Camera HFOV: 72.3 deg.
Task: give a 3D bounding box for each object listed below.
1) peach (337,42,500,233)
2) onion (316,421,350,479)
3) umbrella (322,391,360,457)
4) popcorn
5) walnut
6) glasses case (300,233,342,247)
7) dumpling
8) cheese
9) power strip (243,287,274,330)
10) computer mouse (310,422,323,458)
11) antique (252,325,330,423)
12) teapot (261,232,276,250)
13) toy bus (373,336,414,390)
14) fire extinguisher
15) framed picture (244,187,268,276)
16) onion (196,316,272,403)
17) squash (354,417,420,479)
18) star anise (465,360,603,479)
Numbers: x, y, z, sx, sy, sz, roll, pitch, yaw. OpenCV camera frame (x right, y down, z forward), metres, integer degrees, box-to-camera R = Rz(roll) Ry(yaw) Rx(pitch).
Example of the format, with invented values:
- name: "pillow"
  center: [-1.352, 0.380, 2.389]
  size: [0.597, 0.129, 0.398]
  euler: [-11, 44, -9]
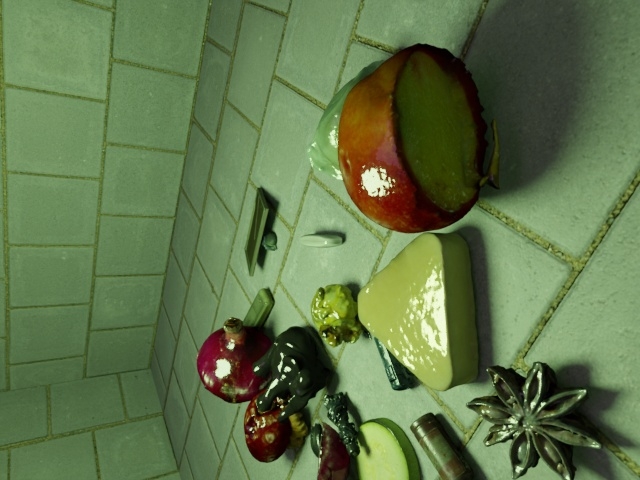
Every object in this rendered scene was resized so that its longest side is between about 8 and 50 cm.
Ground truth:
- name: "peach"
  center: [0.200, -0.216, 1.009]
  size: [0.310, 0.336, 0.405]
  euler: [-16, 82, 62]
- name: "onion"
  center: [0.041, 0.735, 1.396]
  size: [0.250, 0.112, 0.247]
  euler: [95, 180, -52]
- name: "umbrella"
  center: [0.069, 0.572, 1.380]
  size: [0.224, 0.081, 0.071]
  euler: [-119, 22, -55]
- name: "popcorn"
  center: [0.057, 0.234, 1.403]
  size: [0.168, 0.174, 0.195]
  euler: [-57, 32, 8]
- name: "walnut"
  center: [-0.168, 0.716, 1.692]
  size: [0.221, 0.244, 0.268]
  euler: [-84, -6, -57]
- name: "glasses case"
  center: [0.000, 0.000, 1.538]
  size: [0.197, 0.076, 0.049]
  euler: [3, 94, 57]
- name: "dumpling"
  center: [0.095, -0.330, 1.281]
  size: [0.320, 0.212, 0.269]
  euler: [-50, 53, 58]
- name: "cheese"
  center: [0.265, 0.205, 1.115]
  size: [0.384, 0.104, 0.383]
  euler: [0, 90, 56]
- name: "power strip"
  center: [-0.305, 0.373, 2.011]
  size: [0.387, 0.066, 0.092]
  euler: [-59, 46, 34]
- name: "computer mouse"
  center: [-0.009, 0.729, 1.578]
  size: [0.079, 0.047, 0.134]
  euler: [-56, 44, 39]
- name: "antique"
  center: [-0.108, 0.459, 1.574]
  size: [0.255, 0.185, 0.322]
  euler: [-39, 42, 26]
- name: "teapot"
  center: [-0.222, 0.007, 1.886]
  size: [0.066, 0.057, 0.087]
  euler: [-53, 48, 43]
- name: "toy bus"
  center: [0.206, 0.339, 1.238]
  size: [0.047, 0.065, 0.165]
  euler: [-49, 50, 43]
- name: "fire extinguisher"
  center: [0.306, 0.543, 1.052]
  size: [0.075, 0.106, 0.252]
  euler: [-50, 47, 18]
- name: "framed picture"
  center: [-0.292, -0.042, 1.968]
  size: [0.247, 0.022, 0.334]
  euler: [-118, 40, -59]
- name: "onion"
  center: [-0.345, 0.465, 1.800]
  size: [0.347, 0.348, 0.384]
  euler: [47, 145, 46]
- name: "squash"
  center: [0.188, 0.652, 1.289]
  size: [0.252, 0.049, 0.251]
  euler: [-3, 86, 58]
- name: "star anise"
  center: [0.425, 0.350, 0.879]
  size: [0.236, 0.109, 0.222]
  euler: [-18, 82, 37]
